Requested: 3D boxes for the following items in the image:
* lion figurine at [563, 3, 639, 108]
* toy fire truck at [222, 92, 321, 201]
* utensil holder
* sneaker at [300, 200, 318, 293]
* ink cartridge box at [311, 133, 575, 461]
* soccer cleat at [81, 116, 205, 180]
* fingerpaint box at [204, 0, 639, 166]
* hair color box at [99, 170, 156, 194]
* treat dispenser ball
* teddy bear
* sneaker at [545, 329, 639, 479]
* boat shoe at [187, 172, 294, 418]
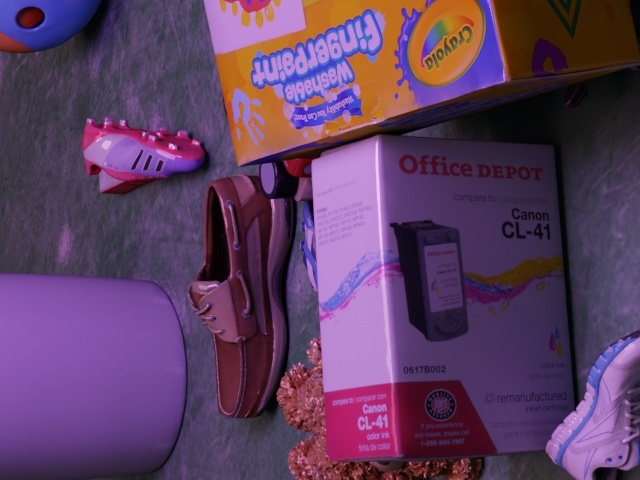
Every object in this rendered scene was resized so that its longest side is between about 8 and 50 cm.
[{"bbox_3d":[0.246,-0.342,1.348,0.240,0.142,0.392,58,138,47],"label":"lion figurine"},{"bbox_3d":[0.005,-0.199,1.750,0.246,0.158,0.217,108,147,-43],"label":"toy fire truck"},{"bbox_3d":[-0.434,0.203,2.188,0.328,0.385,0.327,-5,85,59],"label":"utensil holder"},{"bbox_3d":[0.000,0.000,1.809,0.059,0.053,0.144,-34,59,55],"label":"sneaker"},{"bbox_3d":[0.121,0.059,1.443,0.131,0.226,0.306,-14,78,58],"label":"ink cartridge box"},{"bbox_3d":[-0.263,-0.122,2.188,0.248,0.083,0.095,16,110,38],"label":"soccer cleat"},{"bbox_3d":[0.058,-0.288,1.364,0.445,0.163,0.371,-13,89,57],"label":"fingerpaint box"},{"bbox_3d":[-0.302,-0.119,2.317,0.141,0.043,0.072,-16,74,58],"label":"hair color box"},{"bbox_3d":[-0.494,-0.451,2.416,0.288,0.288,0.288,-6,83,58],"label":"treat dispenser ball"},{"bbox_3d":[0.041,0.220,1.675,0.338,0.113,0.245,17,105,58],"label":"teddy bear"},{"bbox_3d":[0.278,0.161,1.342,0.083,0.071,0.190,54,141,36],"label":"sneaker"},{"bbox_3d":[-0.118,0.069,1.931,0.122,0.120,0.324,7,94,59],"label":"boat shoe"}]
